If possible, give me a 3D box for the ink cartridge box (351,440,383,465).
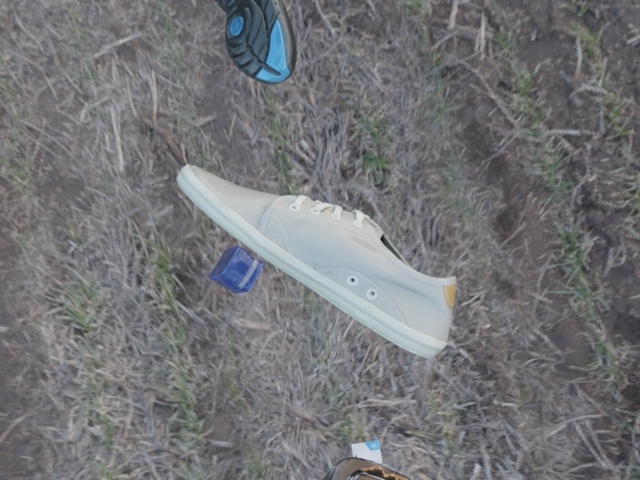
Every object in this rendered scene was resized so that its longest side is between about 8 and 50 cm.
[{"bbox_3d":[0.083,0.388,1.237,0.048,0.028,0.083,-10,60,3],"label":"ink cartridge box"}]

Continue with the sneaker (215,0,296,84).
[{"bbox_3d":[-0.098,-0.386,1.246,0.125,0.140,0.340,-41,53,26],"label":"sneaker"}]

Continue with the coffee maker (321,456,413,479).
[{"bbox_3d":[0.007,0.240,0.548,0.120,0.178,0.171,13,43,-25],"label":"coffee maker"}]

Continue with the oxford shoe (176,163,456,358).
[{"bbox_3d":[0.000,0.000,1.032,0.450,0.169,0.130,31,95,10],"label":"oxford shoe"}]

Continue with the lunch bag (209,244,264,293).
[{"bbox_3d":[-0.144,0.055,1.263,0.065,0.098,0.067,36,72,-17],"label":"lunch bag"}]
